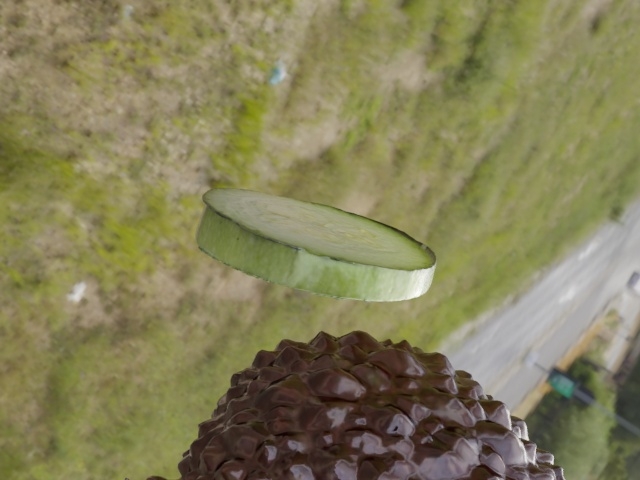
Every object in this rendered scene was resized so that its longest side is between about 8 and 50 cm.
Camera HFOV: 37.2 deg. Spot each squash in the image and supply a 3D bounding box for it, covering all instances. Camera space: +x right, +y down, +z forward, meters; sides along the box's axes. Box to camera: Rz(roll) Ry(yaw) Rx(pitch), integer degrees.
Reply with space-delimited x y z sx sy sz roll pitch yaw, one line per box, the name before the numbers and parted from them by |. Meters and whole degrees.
squash | -0.002 0.005 0.850 0.219 0.219 0.041 -6 116 -59

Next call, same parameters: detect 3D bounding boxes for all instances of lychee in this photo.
lychee | 0.021 0.190 0.599 0.264 0.300 0.264 13 90 -74
